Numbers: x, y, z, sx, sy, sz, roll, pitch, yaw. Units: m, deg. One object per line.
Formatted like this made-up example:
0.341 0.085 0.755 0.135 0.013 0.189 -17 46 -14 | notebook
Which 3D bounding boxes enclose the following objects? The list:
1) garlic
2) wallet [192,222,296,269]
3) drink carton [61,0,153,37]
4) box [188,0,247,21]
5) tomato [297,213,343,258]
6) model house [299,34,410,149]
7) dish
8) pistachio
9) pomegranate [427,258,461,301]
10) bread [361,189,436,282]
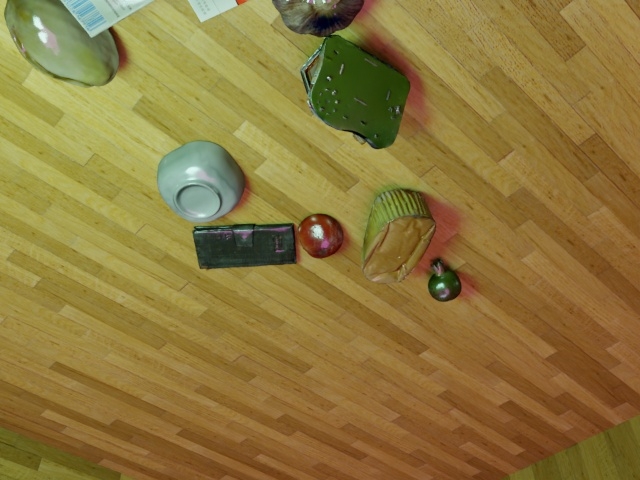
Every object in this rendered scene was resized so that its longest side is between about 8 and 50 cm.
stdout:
-0.005 -0.568 1.487 0.244 0.161 0.245 0 133 0 | garlic
-0.237 0.020 2.092 0.316 0.044 0.169 -2 131 0 | wallet
-0.399 -0.596 1.431 0.324 0.194 0.132 -24 130 19 | drink carton
-0.237 -0.588 1.544 0.152 0.048 0.100 -20 131 14 | box
0.000 0.000 2.047 0.138 0.091 0.159 -19 128 14 | tomato
0.057 -0.360 1.648 0.293 0.207 0.154 19 176 -39 | model house
-0.345 -0.148 1.890 0.256 0.117 0.256 -1 132 -1 | dish
-0.609 -0.485 1.565 0.166 0.197 0.288 19 163 43 | pistachio
0.400 0.131 2.167 0.114 0.114 0.142 -18 106 14 | pomegranate
0.220 -0.016 1.999 0.204 0.156 0.288 3 130 -14 | bread
